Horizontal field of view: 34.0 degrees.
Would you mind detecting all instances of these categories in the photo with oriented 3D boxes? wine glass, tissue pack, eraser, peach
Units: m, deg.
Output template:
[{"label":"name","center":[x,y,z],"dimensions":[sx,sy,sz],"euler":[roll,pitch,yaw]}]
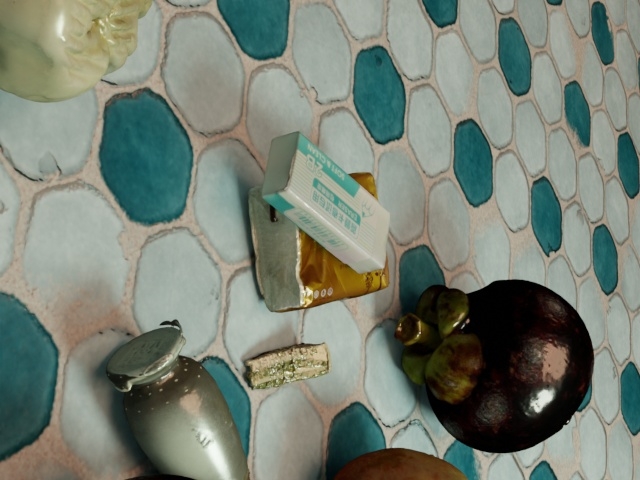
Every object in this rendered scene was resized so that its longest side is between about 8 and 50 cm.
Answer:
[{"label":"wine glass","center":[-0.163,0.204,1.212],"dimensions":[0.111,0.111,0.204],"euler":[-50,125,-47]},{"label":"tissue pack","center":[0.000,0.000,1.503],"dimensions":[0.226,0.092,0.183],"euler":[-9,88,-56]},{"label":"eraser","center":[0.011,-0.047,1.406],"dimensions":[0.225,0.052,0.095],"euler":[38,49,-42]},{"label":"peach","center":[0.116,0.402,1.479],"dimensions":[0.257,0.232,0.232],"euler":[126,-40,-81]}]

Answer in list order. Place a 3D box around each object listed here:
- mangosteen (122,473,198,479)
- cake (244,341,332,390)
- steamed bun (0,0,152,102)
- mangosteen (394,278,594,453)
[{"label":"mangosteen","center":[-0.159,0.383,1.041],"dimensions":[0.311,0.311,0.311],"euler":[16,70,-52]},{"label":"cake","center":[-0.053,0.173,1.447],"dimensions":[0.140,0.055,0.051],"euler":[-7,90,-37]},{"label":"steamed bun","center":[-0.291,-0.325,1.032],"dimensions":[0.339,0.247,0.352],"euler":[-70,177,-65]},{"label":"mangosteen","center":[0.286,0.193,1.722],"dimensions":[0.297,0.313,0.297],"euler":[-43,153,-29]}]
